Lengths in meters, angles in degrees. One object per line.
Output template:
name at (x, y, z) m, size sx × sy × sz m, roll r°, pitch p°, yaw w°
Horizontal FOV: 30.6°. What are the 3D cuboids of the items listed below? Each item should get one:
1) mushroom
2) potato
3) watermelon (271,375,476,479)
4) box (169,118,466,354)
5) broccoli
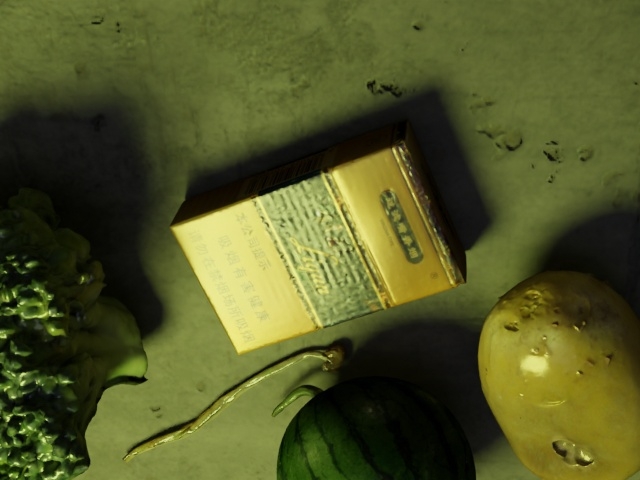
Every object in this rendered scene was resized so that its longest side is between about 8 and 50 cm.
mushroom at (-0.096, 0.169, 1.214) m, size 0.286 × 0.028 × 0.026 m, roll -26°, pitch 152°, yaw 20°
potato at (0.237, 0.131, 1.082) m, size 0.150 × 0.146 × 0.233 m, roll 22°, pitch 146°, yaw 47°
watermelon at (0.049, 0.215, 1.130) m, size 0.188 × 0.188 × 0.214 m, roll -44°, pitch 61°, yaw 24°
box at (0.000, 0.000, 1.090) m, size 0.237 × 0.070 × 0.152 m, roll -18°, pitch 112°, yaw 18°
broccoli at (-0.255, 0.085, 1.081) m, size 0.248 × 0.246 × 0.288 m, roll -22°, pitch 76°, yaw 45°
